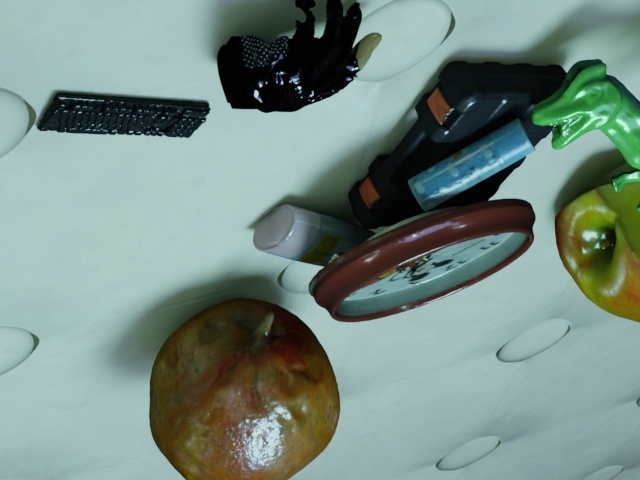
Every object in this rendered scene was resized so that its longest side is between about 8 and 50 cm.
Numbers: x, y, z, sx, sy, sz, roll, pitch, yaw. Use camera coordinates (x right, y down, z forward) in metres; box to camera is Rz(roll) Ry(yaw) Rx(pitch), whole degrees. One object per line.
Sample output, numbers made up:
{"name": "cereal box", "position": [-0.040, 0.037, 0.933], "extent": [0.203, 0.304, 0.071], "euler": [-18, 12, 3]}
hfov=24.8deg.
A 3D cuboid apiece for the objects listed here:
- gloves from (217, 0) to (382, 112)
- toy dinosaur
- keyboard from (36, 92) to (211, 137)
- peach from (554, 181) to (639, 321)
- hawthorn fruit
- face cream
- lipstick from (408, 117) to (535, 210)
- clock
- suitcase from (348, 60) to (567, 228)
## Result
{"name": "gloves", "position": [-0.012, -0.191, 1.555], "extent": [0.180, 0.106, 0.129], "euler": [-11, 148, -17]}
{"name": "toy dinosaur", "position": [0.556, -0.178, 1.768], "extent": [0.500, 0.144, 0.374], "euler": [-37, 110, 20]}
{"name": "keyboard", "position": [-0.212, -0.134, 1.594], "extent": [0.195, 0.018, 0.060], "euler": [0, 147, -38]}
{"name": "peach", "position": [0.556, 0.008, 2.211], "extent": [0.380, 0.242, 0.306], "euler": [-18, 166, -22]}
{"name": "hawthorn fruit", "position": [-0.106, 0.195, 2.016], "extent": [0.277, 0.277, 0.298], "euler": [-10, 140, -25]}
{"name": "face cream", "position": [0.000, 0.000, 1.958], "extent": [0.084, 0.057, 0.198], "euler": [-40, 150, 27]}
{"name": "lipstick", "position": [0.187, -0.093, 1.807], "extent": [0.158, 0.048, 0.048], "euler": [-29, 153, 11]}
{"name": "clock", "position": [0.135, 0.017, 1.936], "extent": [0.318, 0.080, 0.318], "euler": [-20, 164, -6]}
{"name": "suitcase", "position": [0.182, -0.119, 1.883], "extent": [0.206, 0.066, 0.285], "euler": [-4, 147, -36]}
